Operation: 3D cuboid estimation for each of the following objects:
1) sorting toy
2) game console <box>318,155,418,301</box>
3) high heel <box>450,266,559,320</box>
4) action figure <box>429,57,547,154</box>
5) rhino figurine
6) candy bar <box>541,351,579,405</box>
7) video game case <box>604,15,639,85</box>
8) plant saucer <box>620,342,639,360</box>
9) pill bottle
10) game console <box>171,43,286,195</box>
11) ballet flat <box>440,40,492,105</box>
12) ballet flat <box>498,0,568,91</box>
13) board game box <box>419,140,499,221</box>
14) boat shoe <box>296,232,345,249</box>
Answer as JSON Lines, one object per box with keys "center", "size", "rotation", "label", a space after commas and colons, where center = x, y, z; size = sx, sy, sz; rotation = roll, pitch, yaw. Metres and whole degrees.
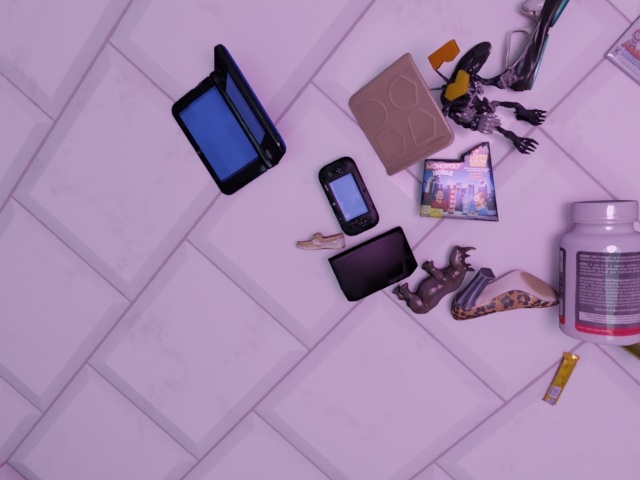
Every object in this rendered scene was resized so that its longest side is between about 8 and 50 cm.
{"center": [0.220, -0.307, 0.996], "size": [0.307, 0.041, 0.229], "rotation": [-23, 98, 50], "label": "sorting toy"}
{"center": [0.095, -0.035, 1.125], "size": [0.213, 0.044, 0.362], "rotation": [-25, 96, -1], "label": "game console"}
{"center": [0.485, 0.166, 1.131], "size": [0.261, 0.093, 0.186], "rotation": [14, 131, -9], "label": "high heel"}
{"center": [0.382, -0.308, 0.964], "size": [0.275, 0.141, 0.164], "rotation": [22, 94, -14], "label": "action figure"}
{"center": [0.313, 0.100, 1.129], "size": [0.243, 0.073, 0.106], "rotation": [-43, 89, 14], "label": "rhino figurine"}
{"center": [0.651, 0.379, 1.163], "size": [0.040, 0.018, 0.162], "rotation": [19, 105, 8], "label": "candy bar"}
{"center": [0.758, -0.431, 0.966], "size": [0.157, 0.019, 0.143], "rotation": [39, 105, 0], "label": "video game case"}
{"center": [0.796, 0.189, 1.033], "size": [0.045, 0.188, 0.189], "rotation": [17, 108, -27], "label": "plant saucer"}
{"center": [0.662, 0.067, 1.006], "size": [0.176, 0.176, 0.319], "rotation": [-2, 97, 10], "label": "pill bottle"}
{"center": [-0.244, -0.288, 1.088], "size": [0.173, 0.250, 0.293], "rotation": [-34, 96, -12], "label": "game console"}
{"center": [0.351, -0.399, 1.033], "size": [0.173, 0.049, 0.057], "rotation": [-55, 48, 14], "label": "ballet flat"}
{"center": [0.487, -0.484, 0.964], "size": [0.096, 0.095, 0.281], "rotation": [24, 105, 16], "label": "ballet flat"}
{"center": [0.353, -0.152, 1.072], "size": [0.194, 0.060, 0.194], "rotation": [5, 102, 8], "label": "board game box"}
{"center": [0.000, 0.000, 1.172], "size": [0.135, 0.050, 0.045], "rotation": [-2, 99, -1], "label": "boat shoe"}
